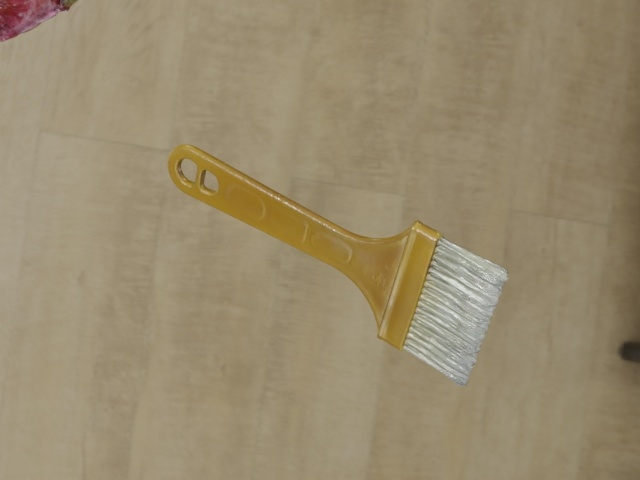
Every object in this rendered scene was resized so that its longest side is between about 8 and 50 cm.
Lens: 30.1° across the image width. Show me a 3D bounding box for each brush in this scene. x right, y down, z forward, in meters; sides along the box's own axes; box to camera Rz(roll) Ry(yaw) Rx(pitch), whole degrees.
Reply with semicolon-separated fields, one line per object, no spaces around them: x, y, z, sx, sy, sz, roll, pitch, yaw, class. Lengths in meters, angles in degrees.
0.000;0.000;0.844;0.013;0.272;0.103;-38;149;-50;brush

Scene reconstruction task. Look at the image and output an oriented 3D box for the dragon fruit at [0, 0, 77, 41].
-0.302;-0.245;0.965;0.282;0.147;0.211;-9;135;6;dragon fruit
